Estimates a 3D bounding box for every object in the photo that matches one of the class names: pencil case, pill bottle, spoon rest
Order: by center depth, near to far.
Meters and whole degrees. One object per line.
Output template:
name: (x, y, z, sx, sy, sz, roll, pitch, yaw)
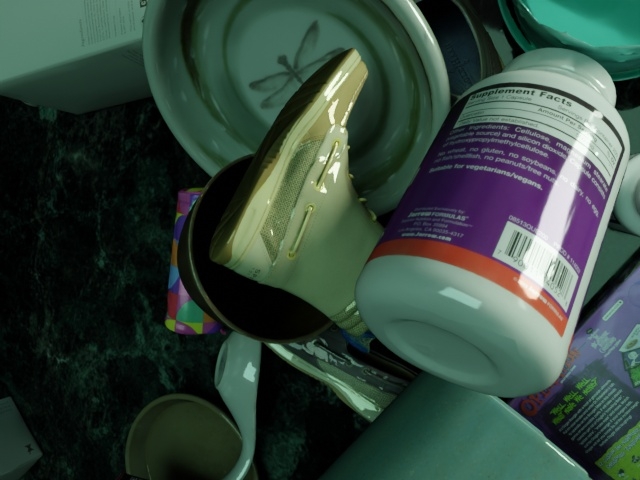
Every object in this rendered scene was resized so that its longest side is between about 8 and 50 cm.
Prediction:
pill bottle: (0.176, -0.032, 0.490, 0.181, 0.182, 0.323, 22, 64, 21)
pill bottle: (0.350, -0.048, 0.534, 0.094, 0.169, 0.094, 2, 96, 17)
spoon rest: (-0.130, 0.258, 0.779, 0.084, 0.137, 0.277, 16, 86, -19)
pencil case: (-0.190, 0.034, 0.816, 0.104, 0.104, 0.237, 11, 100, 22)

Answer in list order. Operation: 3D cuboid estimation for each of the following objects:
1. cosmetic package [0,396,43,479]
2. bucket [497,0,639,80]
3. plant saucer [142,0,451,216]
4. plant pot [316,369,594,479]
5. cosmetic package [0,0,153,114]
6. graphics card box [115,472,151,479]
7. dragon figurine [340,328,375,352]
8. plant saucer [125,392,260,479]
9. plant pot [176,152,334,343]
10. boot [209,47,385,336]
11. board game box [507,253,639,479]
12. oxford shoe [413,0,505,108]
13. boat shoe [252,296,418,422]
cosmetic package: (-0.703, 0.446, 1.028, 0.183, 0.151, 0.151, -44, 76, 18)
bucket: (0.321, -0.310, 0.528, 0.280, 0.183, 0.282, 1, 93, 24)
plant saucer: (-0.027, -0.196, 0.660, 0.400, 0.101, 0.401, 15, 139, 13)
plant pot: (0.125, 0.337, 0.557, 0.341, 0.341, 0.334, 39, 84, 17)
cosmetic package: (-0.336, -0.318, 0.803, 0.365, 0.197, 0.155, -4, 90, 22)
graphics card box: (-0.171, 0.528, 0.785, 0.370, 0.094, 0.233, 13, 98, 4)
dragon figurine: (0.075, 0.091, 0.647, 0.143, 0.289, 0.085, 5, 100, -20)
plant saucer: (-0.218, 0.397, 0.878, 0.277, 0.041, 0.278, 1, 93, 23)
plant pot: (-0.098, 0.022, 0.664, 0.230, 0.215, 0.216, -16, 86, 58)
boot: (0.028, -0.048, 0.549, 0.203, 0.095, 0.262, 32, 77, -22)
board game box: (0.413, 0.138, 0.590, 0.208, 0.056, 0.347, 39, 107, 12)
oxford shoe: (0.120, -0.314, 0.640, 0.130, 0.132, 0.364, -36, 79, 21)
boat shoe: (0.023, 0.156, 0.732, 0.285, 0.103, 0.092, 34, 100, 14)
